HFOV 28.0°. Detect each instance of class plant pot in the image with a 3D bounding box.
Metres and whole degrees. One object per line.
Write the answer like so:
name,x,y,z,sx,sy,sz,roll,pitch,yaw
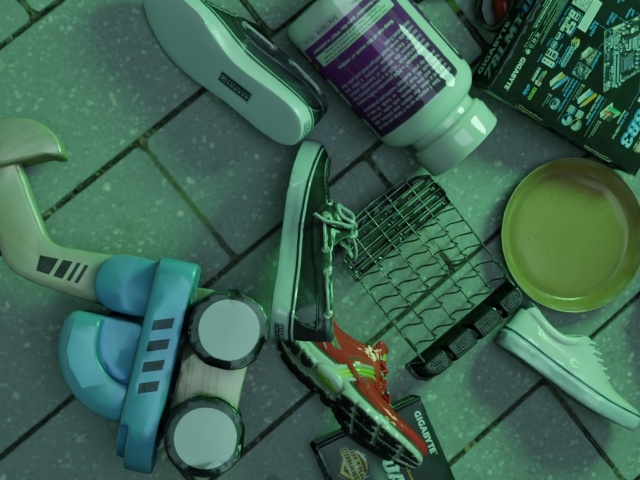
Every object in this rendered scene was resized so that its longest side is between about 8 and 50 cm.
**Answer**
plant pot,0.383,-0.008,1.963,0.236,0.032,0.236,0,89,-12

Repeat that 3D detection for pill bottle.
pill bottle,0.107,-0.241,1.831,0.169,0.169,0.301,-44,98,-9

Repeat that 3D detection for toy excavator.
toy excavator,-0.289,0.080,1.737,0.445,0.222,0.432,12,86,-4

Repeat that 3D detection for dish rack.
dish rack,0.155,0.049,1.894,0.208,0.074,0.271,-39,96,-11

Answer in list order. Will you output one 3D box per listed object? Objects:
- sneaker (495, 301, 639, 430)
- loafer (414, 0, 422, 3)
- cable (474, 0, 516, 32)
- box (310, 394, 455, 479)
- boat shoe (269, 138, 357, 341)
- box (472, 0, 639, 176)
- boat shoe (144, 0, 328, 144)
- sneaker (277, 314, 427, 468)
sneaker,0.389,0.190,1.931,0.258,0.094,0.091,36,87,-9
loafer,0.208,-0.400,1.901,0.170,0.062,0.061,-12,114,12
cable,0.275,-0.424,1.942,0.140,0.072,0.287,-20,82,5
box,0.106,0.361,1.890,0.175,0.051,0.220,-23,94,-12
boat shoe,0.000,-0.002,1.790,0.105,0.113,0.306,5,58,5
box,0.417,-0.288,1.898,0.293,0.073,0.295,26,97,-24
boat shoe,-0.115,-0.266,1.822,0.301,0.108,0.102,40,49,2
sneaker,0.065,0.199,1.829,0.118,0.107,0.279,-38,79,-25
